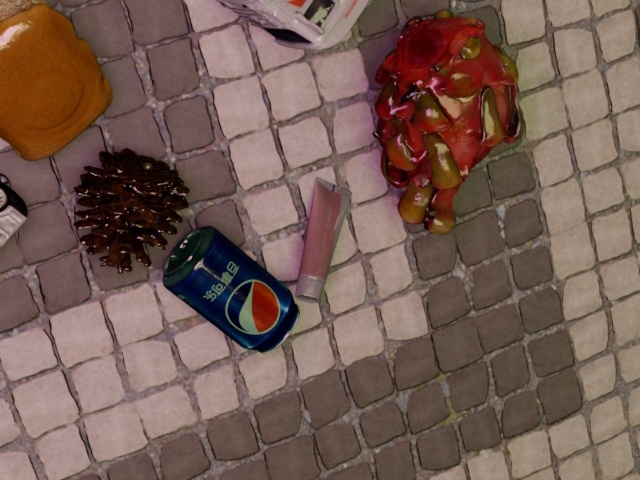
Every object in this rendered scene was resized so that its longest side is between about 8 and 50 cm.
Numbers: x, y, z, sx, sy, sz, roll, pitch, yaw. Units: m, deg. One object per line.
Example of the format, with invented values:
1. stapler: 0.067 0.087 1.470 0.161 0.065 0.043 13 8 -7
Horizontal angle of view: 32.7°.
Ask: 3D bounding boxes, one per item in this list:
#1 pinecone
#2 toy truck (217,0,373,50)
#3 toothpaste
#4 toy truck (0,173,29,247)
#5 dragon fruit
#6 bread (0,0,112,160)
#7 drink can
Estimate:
1. pinecone: -0.274 -0.035 1.547 0.163 0.163 0.165 12 107 -22
2. toy truck: 0.028 -0.452 1.564 0.207 0.173 0.387 37 84 -32
3. toothpaste: 0.000 0.000 1.692 0.067 0.043 0.194 22 69 -22
4. toy truck: -0.520 -0.076 1.476 0.242 0.101 0.125 41 90 -20
5. dragon fruit: 0.175 -0.186 1.653 0.243 0.227 0.307 35 101 -21
6. bread: -0.384 -0.217 1.433 0.174 0.121 0.245 -44 155 -10
7. drink can: -0.133 0.076 1.639 0.205 0.118 0.118 40 86 -24
